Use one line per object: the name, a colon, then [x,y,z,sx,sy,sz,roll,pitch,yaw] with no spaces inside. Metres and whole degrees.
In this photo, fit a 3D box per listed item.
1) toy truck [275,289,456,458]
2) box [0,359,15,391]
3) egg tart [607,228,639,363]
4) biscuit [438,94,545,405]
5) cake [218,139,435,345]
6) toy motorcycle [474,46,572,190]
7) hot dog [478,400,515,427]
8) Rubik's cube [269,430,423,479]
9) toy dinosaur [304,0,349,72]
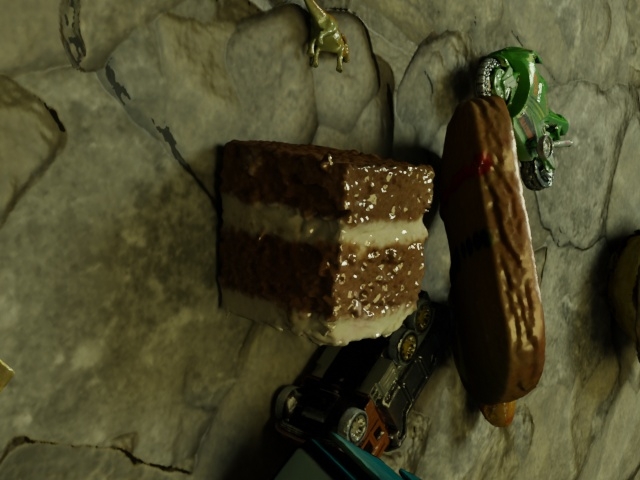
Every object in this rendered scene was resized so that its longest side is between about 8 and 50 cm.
toy truck: [0.045,0.121,0.905,0.192,0.083,0.092,-55,139,-28]
box: [-0.255,0.105,0.602,0.133,0.023,0.090,-57,133,-24]
egg tart: [0.456,0.061,1.352,0.241,0.106,0.241,-17,113,-48]
biscuit: [0.145,0.018,0.954,0.262,0.052,0.277,120,-37,-83]
cake: [0.000,0.000,0.795,0.135,0.135,0.147,0,103,-50]
toy motorcycle: [0.211,-0.138,1.062,0.190,0.074,0.106,49,53,-42]
hot dog: [0.190,0.099,1.096,0.066,0.047,0.215,-35,125,-59]
Rubik's cube: [0.063,0.361,0.772,0.283,0.288,0.293,35,89,-45]
toy dinosaur: [0.000,-0.173,0.834,0.113,0.026,0.041,41,60,-55]
